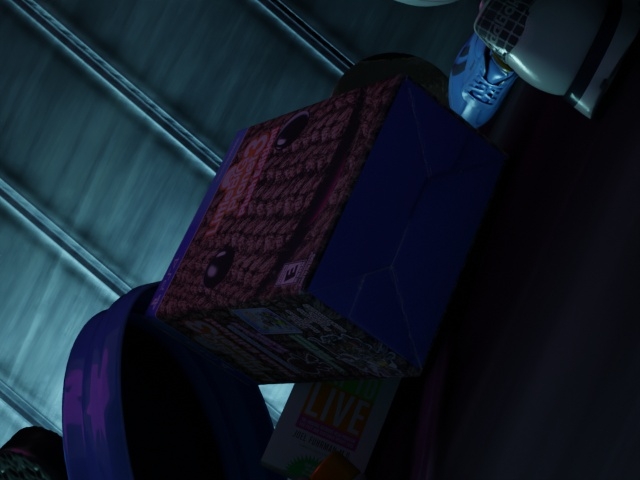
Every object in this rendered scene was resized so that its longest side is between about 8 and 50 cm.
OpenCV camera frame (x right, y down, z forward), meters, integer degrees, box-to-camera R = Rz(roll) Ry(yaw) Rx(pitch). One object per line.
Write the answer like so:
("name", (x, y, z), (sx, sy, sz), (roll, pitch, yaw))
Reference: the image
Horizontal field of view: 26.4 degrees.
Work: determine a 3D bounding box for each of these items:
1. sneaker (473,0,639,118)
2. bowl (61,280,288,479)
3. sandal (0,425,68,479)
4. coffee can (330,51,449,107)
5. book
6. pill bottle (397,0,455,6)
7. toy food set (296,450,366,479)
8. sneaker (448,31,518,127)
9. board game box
("sneaker", (0.158, -0.159, 0.915), (0.235, 0.095, 0.090), (-62, -6, -69))
("bowl", (-0.140, 0.236, 1.403), (0.391, 0.077, 0.391), (-18, -90, -74))
("sandal", (-0.187, 0.369, 1.453), (0.107, 0.167, 0.445), (-42, -60, -39))
("coffee can", (0.098, -0.152, 2.102), (0.275, 0.201, 0.201), (117, 177, -79))
("book", (0.012, 0.171, 1.328), (0.035, 0.096, 0.144), (115, 179, -66))
("pill bottle", (0.121, -0.248, 0.742), (0.283, 0.161, 0.161), (-20, 40, 56))
("toy food set", (-0.026, 0.302, 1.184), (0.232, 0.104, 0.111), (-49, -15, -3))
("sneaker", (0.186, -0.190, 1.506), (0.209, 0.069, 0.082), (114, 176, -47))
("board game box", (0.000, 0.000, 1.284), (0.291, 0.141, 0.232), (-13, 47, 55))
